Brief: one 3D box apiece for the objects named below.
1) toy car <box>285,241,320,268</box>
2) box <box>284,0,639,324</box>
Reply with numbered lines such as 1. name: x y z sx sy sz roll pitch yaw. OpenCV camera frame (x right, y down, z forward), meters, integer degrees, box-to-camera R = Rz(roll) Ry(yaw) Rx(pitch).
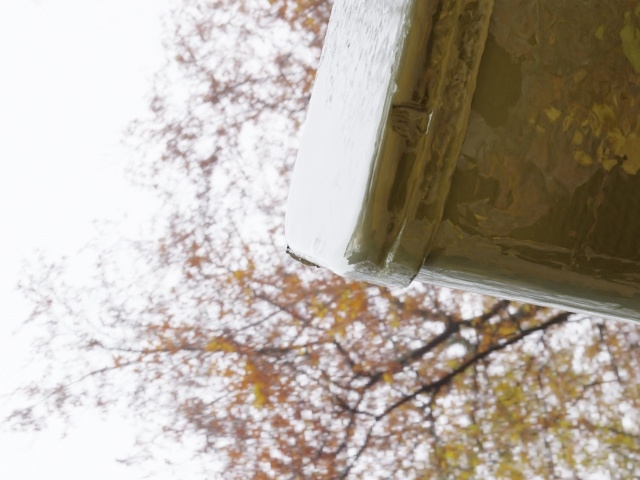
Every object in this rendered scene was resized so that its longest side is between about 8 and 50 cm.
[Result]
1. toy car: 0.000 0.000 0.895 0.041 0.025 0.093 28 -155 13
2. box: 0.192 -0.122 0.517 0.344 0.177 0.352 13 -89 -11
